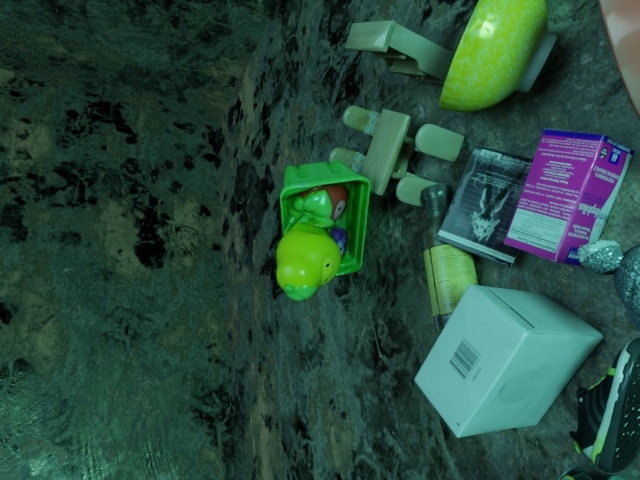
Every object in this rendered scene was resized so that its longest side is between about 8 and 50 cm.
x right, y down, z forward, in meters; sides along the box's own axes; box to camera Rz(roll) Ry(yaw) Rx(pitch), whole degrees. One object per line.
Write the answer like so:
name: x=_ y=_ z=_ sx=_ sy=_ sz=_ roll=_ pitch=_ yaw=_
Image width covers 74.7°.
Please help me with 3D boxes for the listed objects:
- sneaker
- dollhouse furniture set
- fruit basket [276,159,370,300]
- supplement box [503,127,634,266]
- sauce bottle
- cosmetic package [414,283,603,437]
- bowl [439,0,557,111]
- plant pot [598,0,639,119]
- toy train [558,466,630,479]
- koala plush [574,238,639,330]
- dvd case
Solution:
sneaker: x=0.453 y=0.254 z=0.671 sx=0.097 sy=0.084 sz=0.234 roll=-142 pitch=56 yaw=-65
dollhouse furniture set: x=0.168 y=-0.330 z=1.117 sx=0.362 sy=0.257 sz=0.394 roll=42 pitch=118 yaw=54
fruit basket: x=0.000 y=0.000 z=1.176 sx=0.392 sy=0.283 sz=0.391 roll=171 pitch=90 yaw=-80
supplement box: x=0.441 y=-0.075 z=0.755 sx=0.114 sy=0.111 sz=0.219 roll=34 pitch=112 yaw=55
sauce bottle: x=0.295 y=0.036 z=0.966 sx=0.111 sy=0.112 sz=0.344 roll=-27 pitch=61 yaw=53
cosmetic package: x=0.332 y=0.213 z=0.755 sx=0.138 sy=0.225 sz=0.224 roll=53 pitch=126 yaw=52
bowl: x=0.378 y=-0.386 z=0.858 sx=0.156 sy=0.289 sz=0.289 roll=27 pitch=111 yaw=13
plant pot: x=0.537 y=-0.311 z=0.541 sx=0.243 sy=0.275 sz=0.274 roll=-18 pitch=68 yaw=46
toy train: x=0.438 y=0.470 z=0.555 sx=0.334 sy=0.190 sz=0.142 roll=54 pitch=128 yaw=49
koala plush: x=0.477 y=0.060 z=0.561 sx=0.196 sy=0.221 sz=0.203 roll=52 pitch=126 yaw=49
dvd case: x=0.362 y=-0.075 z=0.877 sx=0.165 sy=0.018 sz=0.221 roll=24 pitch=95 yaw=29
